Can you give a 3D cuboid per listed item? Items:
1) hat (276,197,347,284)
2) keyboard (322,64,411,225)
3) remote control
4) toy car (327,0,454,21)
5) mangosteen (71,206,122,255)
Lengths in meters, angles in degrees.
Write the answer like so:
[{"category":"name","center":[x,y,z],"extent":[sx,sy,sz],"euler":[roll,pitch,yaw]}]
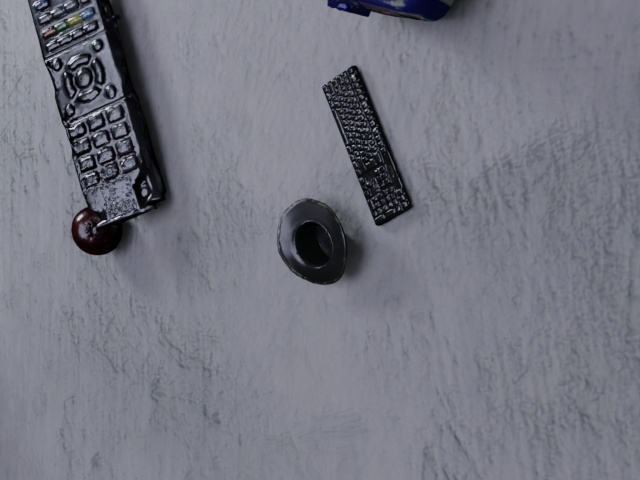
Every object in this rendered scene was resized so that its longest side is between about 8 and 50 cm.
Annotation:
[{"category":"hat","center":[0.000,0.000,1.408],"extent":[0.121,0.050,0.121],"euler":[7,102,34]},{"category":"keyboard","center":[0.059,-0.123,1.377],"extent":[0.061,0.013,0.204],"euler":[-30,74,37]},{"category":"remote control","center":[-0.338,-0.222,1.648],"extent":[0.145,0.062,0.398],"euler":[-20,81,18]},{"category":"toy car","center":[0.103,-0.368,1.244],"extent":[0.158,0.172,0.235],"euler":[23,105,19]},{"category":"mangosteen","center":[-0.349,-0.016,1.677],"extent":[0.081,0.081,0.081],"euler":[3,94,39]}]
